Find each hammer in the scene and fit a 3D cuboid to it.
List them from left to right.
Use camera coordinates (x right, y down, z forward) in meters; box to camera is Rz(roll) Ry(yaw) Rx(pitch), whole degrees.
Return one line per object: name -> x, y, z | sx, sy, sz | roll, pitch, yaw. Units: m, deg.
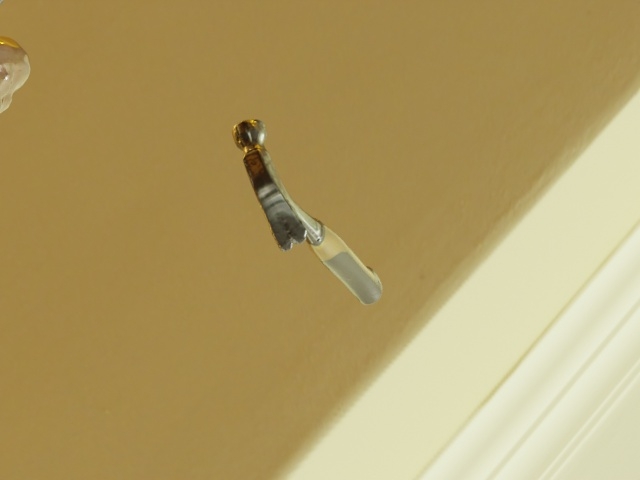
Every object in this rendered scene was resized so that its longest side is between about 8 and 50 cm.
hammer -> 0.000, 0.000, 0.778 | 0.021, 0.201, 0.078 | -26, -121, 10

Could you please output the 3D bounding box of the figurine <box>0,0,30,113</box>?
figurine -> -0.280, -0.076, 0.761 | 0.185, 0.204, 0.332 | 24, -66, -11
